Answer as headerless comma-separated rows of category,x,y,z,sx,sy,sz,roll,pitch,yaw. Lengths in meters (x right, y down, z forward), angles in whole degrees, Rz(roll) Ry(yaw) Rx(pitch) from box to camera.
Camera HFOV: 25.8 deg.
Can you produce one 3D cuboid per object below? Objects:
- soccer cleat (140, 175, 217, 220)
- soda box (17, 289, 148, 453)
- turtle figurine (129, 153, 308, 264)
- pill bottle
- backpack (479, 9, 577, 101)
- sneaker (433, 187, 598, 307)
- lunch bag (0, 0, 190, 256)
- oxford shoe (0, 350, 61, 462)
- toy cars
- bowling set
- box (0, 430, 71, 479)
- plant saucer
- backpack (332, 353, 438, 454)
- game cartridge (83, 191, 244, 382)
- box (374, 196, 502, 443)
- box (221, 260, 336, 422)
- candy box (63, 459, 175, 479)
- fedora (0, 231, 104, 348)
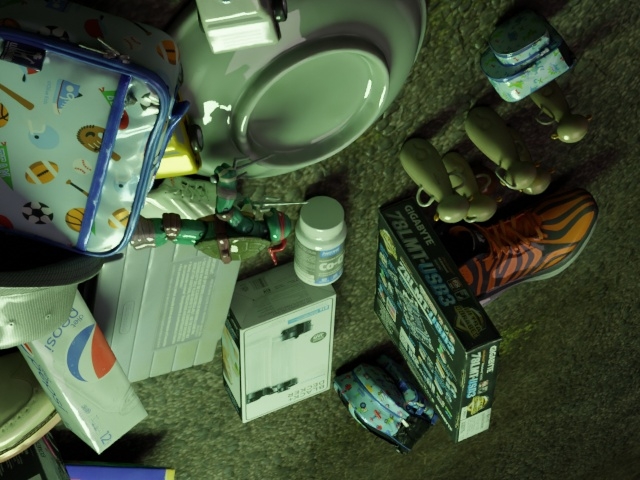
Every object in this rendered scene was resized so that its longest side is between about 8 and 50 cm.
soccer cleat,-0.197,-0.063,1.852,0.196,0.068,0.076,-3,136,-33
soda box,-0.342,0.148,1.877,0.091,0.098,0.286,-38,127,-22
turtle figurine,-0.125,-0.029,1.767,0.234,0.118,0.175,-7,158,-5
pill bottle,0.000,0.000,2.089,0.078,0.078,0.137,-20,147,-16
backpack,0.280,-0.258,1.943,0.114,0.105,0.084,-36,126,10
sneaker,0.306,0.004,2.307,0.321,0.124,0.180,-36,149,9
lunch bag,-0.281,-0.126,1.546,0.243,0.115,0.303,18,132,-7
oxford shoe,-0.512,0.237,1.942,0.397,0.140,0.146,-27,141,-10
toy cars,-0.152,-0.209,1.595,0.176,0.087,0.393,25,124,-16
bowling set,0.276,-0.101,2.106,0.287,0.154,0.200,-29,148,-2
box,-0.458,0.356,2.044,0.163,0.247,0.142,-29,150,-3
plant saucer,-0.026,-0.197,1.773,0.401,0.100,0.400,-21,147,-15
backpack,0.112,0.281,2.517,0.117,0.158,0.173,-46,134,9
game cartridge,-0.234,0.079,2.026,0.230,0.068,0.355,-17,146,-28
box,0.179,0.129,2.215,0.073,0.295,0.293,-21,146,-15
box,-0.069,0.162,2.250,0.169,0.087,0.290,-20,147,-17
candy box,-0.402,0.492,2.271,0.122,0.268,0.317,2,173,39
fedora,-0.394,0.048,1.653,0.275,0.244,0.124,-12,120,-46
